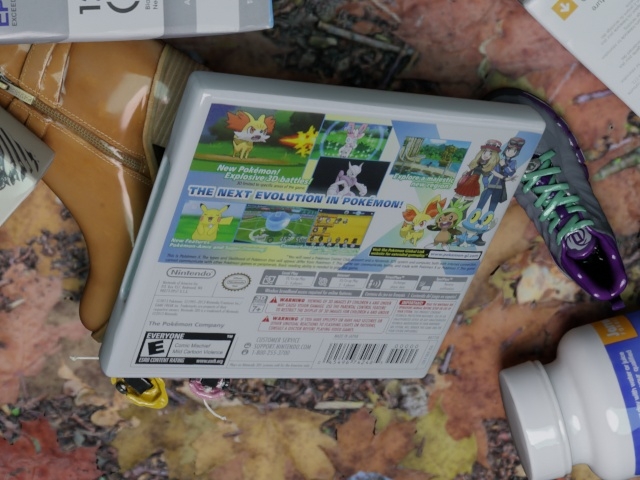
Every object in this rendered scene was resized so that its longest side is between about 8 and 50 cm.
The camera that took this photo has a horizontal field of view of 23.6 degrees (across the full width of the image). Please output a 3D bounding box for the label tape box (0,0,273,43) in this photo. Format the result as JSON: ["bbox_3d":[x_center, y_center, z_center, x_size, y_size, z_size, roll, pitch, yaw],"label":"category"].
[{"bbox_3d":[-0.216,-0.272,1.139,0.347,0.115,0.249,-6,99,-27],"label":"label tape box"}]

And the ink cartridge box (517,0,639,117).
[{"bbox_3d":[0.360,-0.163,1.370,0.371,0.069,0.176,39,102,-18],"label":"ink cartridge box"}]

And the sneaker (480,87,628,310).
[{"bbox_3d":[0.219,-0.039,1.384,0.083,0.098,0.224,-35,113,7],"label":"sneaker"}]

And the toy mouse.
[{"bbox_3d":[-0.127,0.099,1.433,0.161,0.031,0.143,38,103,-20],"label":"toy mouse"}]

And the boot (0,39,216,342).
[{"bbox_3d":[-0.217,-0.062,1.319,0.220,0.109,0.283,23,119,-8],"label":"boot"}]

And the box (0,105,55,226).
[{"bbox_3d":[-0.353,-0.109,1.213,0.275,0.094,0.113,39,105,-12],"label":"box"}]

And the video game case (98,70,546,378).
[{"bbox_3d":[0.000,0.000,1.322,0.329,0.036,0.300,3,127,-28],"label":"video game case"}]

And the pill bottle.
[{"bbox_3d":[0.313,0.140,1.443,0.272,0.152,0.152,-14,114,-1],"label":"pill bottle"}]
